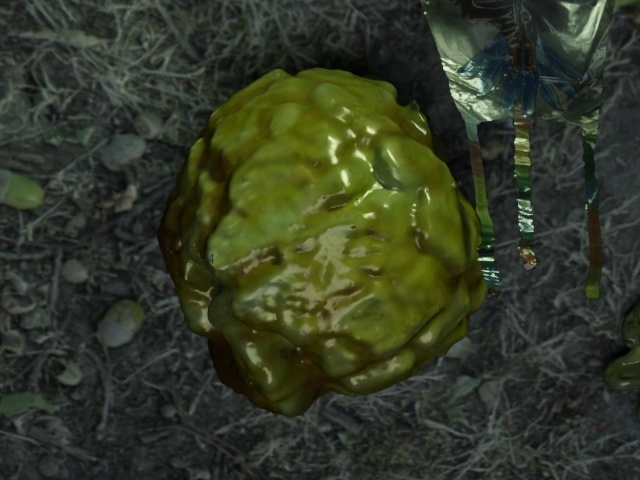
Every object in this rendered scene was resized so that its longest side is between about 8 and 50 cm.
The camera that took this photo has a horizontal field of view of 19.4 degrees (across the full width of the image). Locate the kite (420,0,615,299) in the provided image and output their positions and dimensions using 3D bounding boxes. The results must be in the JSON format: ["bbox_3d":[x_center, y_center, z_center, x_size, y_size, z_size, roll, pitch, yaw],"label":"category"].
[{"bbox_3d":[0.172,-0.101,1.467,0.169,0.310,0.015,-2,160,-15],"label":"kite"}]

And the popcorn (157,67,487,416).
[{"bbox_3d":[0.004,-0.009,1.514,0.247,0.282,0.282,-18,116,13],"label":"popcorn"}]

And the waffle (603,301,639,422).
[{"bbox_3d":[0.424,0.083,1.661,0.292,0.056,0.309,26,114,-11],"label":"waffle"}]
